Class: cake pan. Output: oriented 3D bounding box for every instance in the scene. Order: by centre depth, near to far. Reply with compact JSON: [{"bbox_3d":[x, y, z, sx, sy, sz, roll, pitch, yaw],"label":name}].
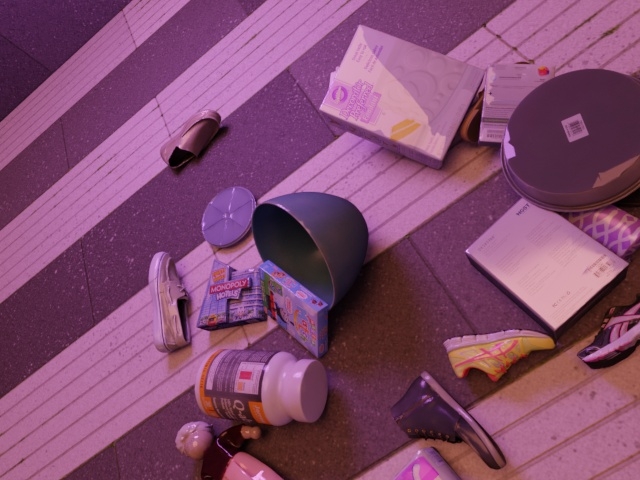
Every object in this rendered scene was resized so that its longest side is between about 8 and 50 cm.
[{"bbox_3d":[0.489,-0.202,0.892,0.293,0.054,0.293,-13,68,35],"label":"cake pan"}]

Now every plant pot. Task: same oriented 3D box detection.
[{"bbox_3d":[0.000,0.000,1.108,0.195,0.290,0.290,-33,47,-31],"label":"plant pot"}]

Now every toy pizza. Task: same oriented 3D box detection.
[{"bbox_3d":[-0.276,-0.070,1.412,0.201,0.032,0.201,-12,64,25],"label":"toy pizza"}]

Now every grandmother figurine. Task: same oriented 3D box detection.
[{"bbox_3d":[-0.201,0.518,1.060,0.342,0.104,0.208,19,69,31],"label":"grandmother figurine"}]

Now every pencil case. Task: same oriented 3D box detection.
[{"bbox_3d":[0.540,-0.050,0.916,0.088,0.086,0.206,-26,54,-28],"label":"pencil case"}]

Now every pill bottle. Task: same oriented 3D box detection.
[{"bbox_3d":[-0.135,0.335,1.068,0.278,0.162,0.162,-4,66,28],"label":"pill bottle"}]

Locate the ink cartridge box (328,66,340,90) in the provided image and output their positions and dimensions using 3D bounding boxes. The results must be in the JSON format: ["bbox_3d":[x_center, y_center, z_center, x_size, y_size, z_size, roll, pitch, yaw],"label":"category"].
[{"bbox_3d":[0.087,-0.412,1.300,0.090,0.143,0.092,-6,65,27],"label":"ink cartridge box"}]

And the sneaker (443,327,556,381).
[{"bbox_3d":[0.352,0.225,0.907,0.208,0.081,0.094,-17,68,29],"label":"sneaker"}]

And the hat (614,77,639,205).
[{"bbox_3d":[0.609,-0.237,0.939,0.331,0.134,0.331,-12,63,25],"label":"hat"}]

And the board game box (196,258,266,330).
[{"bbox_3d":[-0.242,0.137,1.281,0.194,0.060,0.194,-14,62,23],"label":"board game box"}]

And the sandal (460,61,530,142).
[{"bbox_3d":[0.406,-0.343,1.132,0.240,0.088,0.079,-50,33,-4],"label":"sandal"}]

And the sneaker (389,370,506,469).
[{"bbox_3d":[0.240,0.370,0.893,0.118,0.083,0.222,-46,44,0],"label":"sneaker"}]

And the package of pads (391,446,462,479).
[{"bbox_3d":[0.176,0.562,0.827,0.296,0.101,0.229,-48,54,2],"label":"package of pads"}]

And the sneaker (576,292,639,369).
[{"bbox_3d":[0.540,0.162,0.842,0.178,0.072,0.077,-32,44,3],"label":"sneaker"}]

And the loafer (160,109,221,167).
[{"bbox_3d":[-0.438,-0.338,1.591,0.268,0.102,0.092,-36,56,21],"label":"loafer"}]

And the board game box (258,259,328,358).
[{"bbox_3d":[-0.066,0.163,1.118,0.039,0.160,0.211,-31,46,-33],"label":"board game box"}]

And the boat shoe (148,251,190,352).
[{"bbox_3d":[-0.432,0.173,1.357,0.094,0.109,0.302,-13,70,6],"label":"boat shoe"}]

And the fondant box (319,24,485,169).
[{"bbox_3d":[0.197,-0.354,1.153,0.330,0.096,0.238,26,91,13],"label":"fondant box"}]

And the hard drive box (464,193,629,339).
[{"bbox_3d":[0.441,0.047,0.926,0.181,0.089,0.232,-43,55,5],"label":"hard drive box"}]

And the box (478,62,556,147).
[{"bbox_3d":[0.440,-0.301,1.043,0.145,0.038,0.186,6,85,13],"label":"box"}]
